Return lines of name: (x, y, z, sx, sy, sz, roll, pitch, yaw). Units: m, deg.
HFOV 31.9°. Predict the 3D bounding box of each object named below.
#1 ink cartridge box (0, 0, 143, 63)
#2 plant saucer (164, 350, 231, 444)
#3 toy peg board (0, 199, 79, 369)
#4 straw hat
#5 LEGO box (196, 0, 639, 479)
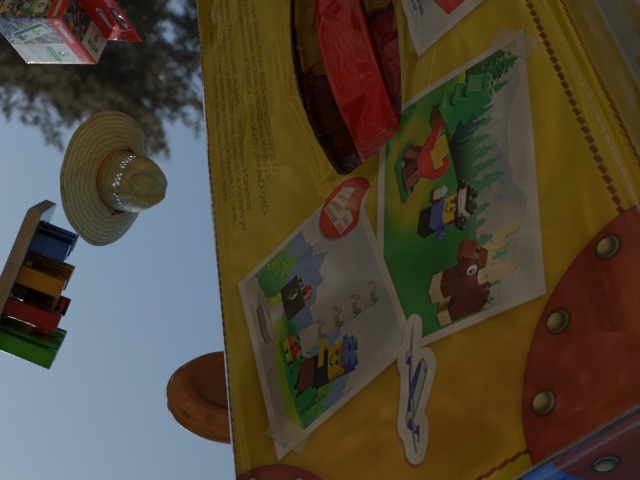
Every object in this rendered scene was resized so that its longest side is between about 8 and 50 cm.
ink cartridge box: (-0.216, -0.179, 0.954, 0.115, 0.063, 0.029, 6, -118, 25)
plant saucer: (-0.126, 0.221, 1.636, 0.199, 0.037, 0.200, 7, -150, -4)
toy peg board: (-0.286, 0.050, 1.155, 0.161, 0.079, 0.161, -145, -102, -80)
straw hat: (-0.184, -0.056, 1.088, 0.061, 0.144, 0.144, 10, -120, 25)
LEGO box: (0.135, -0.017, 0.597, 0.193, 0.372, 0.500, -39, -141, 26)
